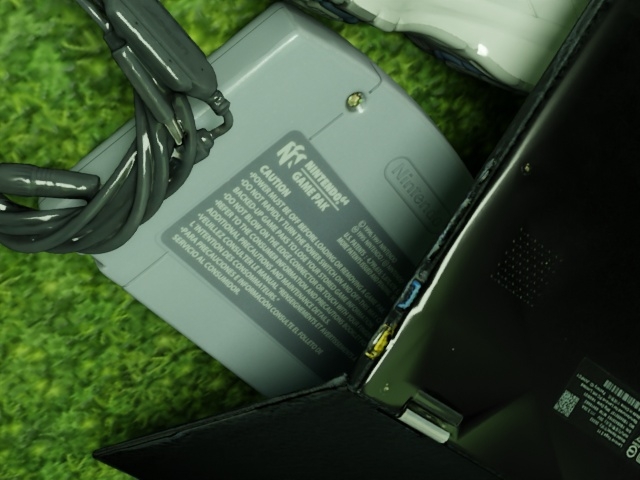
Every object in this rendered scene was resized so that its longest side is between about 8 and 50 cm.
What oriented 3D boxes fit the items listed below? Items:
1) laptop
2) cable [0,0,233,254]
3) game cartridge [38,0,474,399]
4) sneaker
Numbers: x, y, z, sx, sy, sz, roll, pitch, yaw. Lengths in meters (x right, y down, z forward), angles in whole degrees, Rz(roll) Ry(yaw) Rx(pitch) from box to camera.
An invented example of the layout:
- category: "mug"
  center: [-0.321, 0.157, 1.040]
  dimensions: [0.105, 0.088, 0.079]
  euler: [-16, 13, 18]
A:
- category: "laptop"
  center: [0.143, 0.090, 0.619]
  dimensions: [0.382, 0.236, 0.408]
  euler: [34, 88, -27]
- category: "cable"
  center: [-0.142, -0.079, 0.456]
  dimensions: [0.150, 0.047, 0.184]
  euler: [-36, 113, 20]
- category: "game cartridge"
  center: [0.000, 0.000, 0.606]
  dimensions: [0.198, 0.062, 0.297]
  euler: [-40, 134, 3]
- category: "sneaker"
  center: [0.048, -0.164, 0.493]
  dimensions: [0.297, 0.111, 0.129]
  euler: [9, 108, -42]
